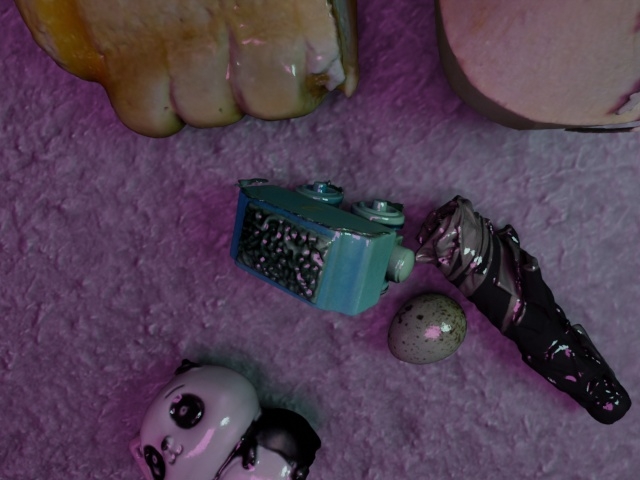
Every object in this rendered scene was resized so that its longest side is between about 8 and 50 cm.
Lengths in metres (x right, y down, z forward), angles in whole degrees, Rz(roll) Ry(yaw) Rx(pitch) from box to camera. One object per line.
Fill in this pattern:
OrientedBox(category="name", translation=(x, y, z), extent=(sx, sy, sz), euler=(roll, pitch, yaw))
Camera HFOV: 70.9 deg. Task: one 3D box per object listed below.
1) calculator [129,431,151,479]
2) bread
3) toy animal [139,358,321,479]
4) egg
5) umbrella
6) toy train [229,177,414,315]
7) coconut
OrientedBox(category="calculator", translation=(-0.239, 0.368, 0.728), extent=(0.100, 0.032, 0.175), euler=(-24, 98, 14))
OrientedBox(category="bread", translation=(-0.134, -0.272, 0.475), extent=(0.341, 0.210, 0.300), euler=(-9, 124, 18))
OrientedBox(category="toy animal", translation=(-0.133, 0.282, 0.621), extent=(0.235, 0.165, 0.187), euler=(35, 93, 0))
OrientedBox(category="egg", translation=(0.136, 0.116, 0.581), extent=(0.085, 0.085, 0.110), euler=(43, 109, -2))
OrientedBox(category="umbrella", translation=(0.262, 0.087, 0.547), extent=(0.358, 0.113, 0.106), euler=(44, 120, -9))
OrientedBox(category="toy train", translation=(0.000, 0.000, 0.519), extent=(0.203, 0.163, 0.112), euler=(21, 110, 31))
OrientedBox(category="coconut", translation=(0.238, -0.237, 0.375), extent=(0.323, 0.323, 0.323), euler=(2, 103, 9))
